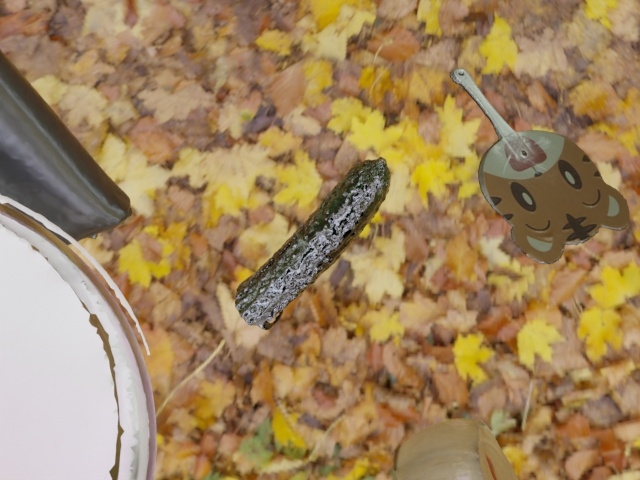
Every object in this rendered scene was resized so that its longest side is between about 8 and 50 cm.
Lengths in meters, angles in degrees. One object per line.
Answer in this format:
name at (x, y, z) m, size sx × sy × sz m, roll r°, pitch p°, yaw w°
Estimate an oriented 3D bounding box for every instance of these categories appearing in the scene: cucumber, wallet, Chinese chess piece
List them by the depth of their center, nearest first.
wallet at (-0.263, -0.067, 0.823) m, size 0.149 × 0.044 × 0.250 m, roll -21°, pitch 136°, yaw 12°
Chinese chess piece at (0.163, 0.315, 1.155) m, size 0.103 × 0.250 × 0.249 m, roll -20°, pitch 106°, yaw 14°
cucumber at (0.001, 0.000, 1.200) m, size 0.067 × 0.067 × 0.245 m, roll 42°, pitch 113°, yaw -8°

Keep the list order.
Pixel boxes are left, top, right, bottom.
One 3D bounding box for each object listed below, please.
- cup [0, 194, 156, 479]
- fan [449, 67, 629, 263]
cup at (-0.204, 0.060, 0.444) m, size 0.253 × 0.274 × 0.253 m, roll -3°, pitch 95°, yaw -28°
fan at (0.201, -0.085, 1.074) m, size 0.226 × 0.153 × 0.008 m, roll 56°, pitch 148°, yaw 15°
